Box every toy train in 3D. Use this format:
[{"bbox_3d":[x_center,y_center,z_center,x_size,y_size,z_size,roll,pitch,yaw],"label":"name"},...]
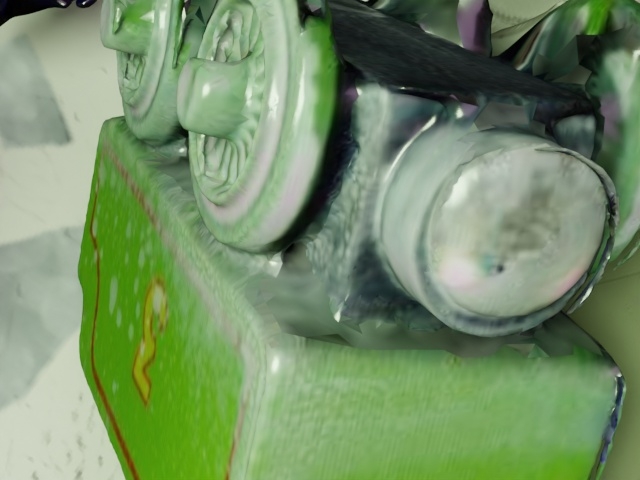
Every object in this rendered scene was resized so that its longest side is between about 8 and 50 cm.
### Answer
[{"bbox_3d":[0.000,0.000,0.489,0.173,0.307,0.249,4,110,-24],"label":"toy train"}]

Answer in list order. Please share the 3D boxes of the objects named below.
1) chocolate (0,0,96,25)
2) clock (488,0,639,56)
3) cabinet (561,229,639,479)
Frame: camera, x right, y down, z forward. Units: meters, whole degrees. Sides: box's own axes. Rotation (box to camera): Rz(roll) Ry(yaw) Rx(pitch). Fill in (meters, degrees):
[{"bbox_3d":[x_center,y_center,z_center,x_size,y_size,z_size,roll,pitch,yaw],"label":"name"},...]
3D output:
[{"bbox_3d":[-0.103,-0.248,0.612,0.148,0.126,0.343,10,71,21],"label":"chocolate"},{"bbox_3d":[0.125,-0.227,0.581,0.184,0.342,0.326,-25,94,-27],"label":"clock"},{"bbox_3d":[0.217,0.085,0.547,0.290,0.318,0.227,9,75,-20],"label":"cabinet"}]
